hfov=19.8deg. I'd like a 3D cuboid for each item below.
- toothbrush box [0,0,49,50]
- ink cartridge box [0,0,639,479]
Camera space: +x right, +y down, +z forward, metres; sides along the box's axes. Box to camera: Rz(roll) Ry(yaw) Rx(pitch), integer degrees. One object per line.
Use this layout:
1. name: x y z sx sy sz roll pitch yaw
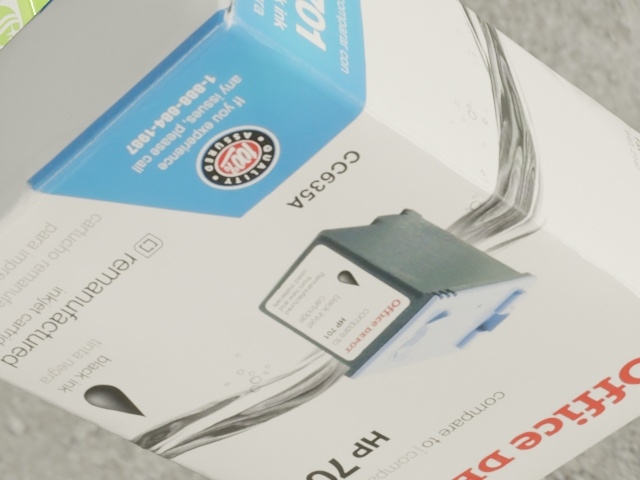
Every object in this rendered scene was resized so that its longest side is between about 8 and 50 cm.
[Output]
1. toothbrush box: -0.164 -0.213 0.895 0.122 0.206 0.283 -17 90 24
2. ink cartridge box: 0.000 0.000 0.516 0.139 0.190 0.082 -39 36 30
